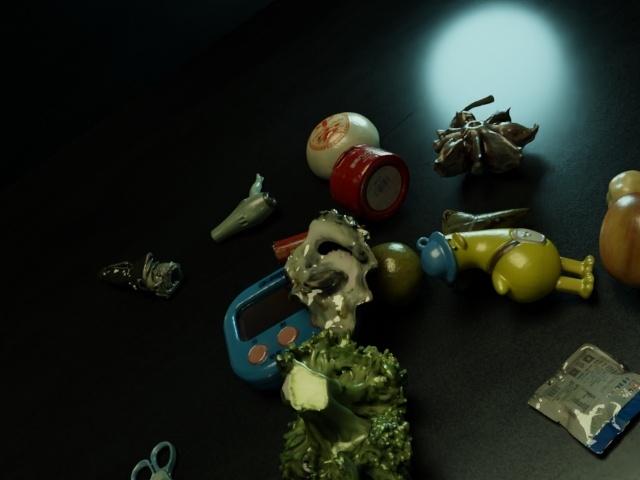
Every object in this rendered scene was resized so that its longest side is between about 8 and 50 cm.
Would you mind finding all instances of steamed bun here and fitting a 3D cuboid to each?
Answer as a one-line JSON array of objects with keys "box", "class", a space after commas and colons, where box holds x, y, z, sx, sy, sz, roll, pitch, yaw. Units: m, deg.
[{"box": [0.056, -0.295, 2.079, 0.231, 0.145, 0.232, -20, 40, 18], "class": "steamed bun"}]

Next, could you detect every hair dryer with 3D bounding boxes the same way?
[{"box": [-0.251, -0.094, 2.176, 0.229, 0.092, 0.267, -40, 24, 4], "class": "hair dryer"}]

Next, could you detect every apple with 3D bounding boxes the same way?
[{"box": [0.628, 0.003, 1.323, 0.199, 0.199, 0.199, -20, 40, 18], "class": "apple"}]

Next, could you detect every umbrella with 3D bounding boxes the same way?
[{"box": [-0.580, 0.108, 2.163, 0.357, 0.106, 0.113, 1, 54, 38], "class": "umbrella"}]

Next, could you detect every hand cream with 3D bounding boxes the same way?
[{"box": [0.132, -0.154, 1.839, 0.193, 0.193, 0.125, -47, 42, -15], "class": "hand cream"}]

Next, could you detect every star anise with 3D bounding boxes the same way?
[{"box": [0.422, -0.253, 1.798, 0.359, 0.139, 0.316, -31, 43, -21], "class": "star anise"}]

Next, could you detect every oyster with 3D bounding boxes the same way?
[{"box": [0.023, 0.059, 1.579, 0.238, 0.114, 0.351, -54, 30, 2], "class": "oyster"}]

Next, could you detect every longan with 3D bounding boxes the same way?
[{"box": [0.157, 0.081, 1.601, 0.176, 0.145, 0.154, -15, 10, -27], "class": "longan"}]

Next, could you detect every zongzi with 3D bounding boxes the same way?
[{"box": [0.375, 0.021, 1.563, 0.204, 0.094, 0.205, -7, 50, 21], "class": "zongzi"}]

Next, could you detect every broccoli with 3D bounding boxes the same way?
[{"box": [0.043, 0.342, 1.335, 0.277, 0.317, 0.339, -11, 86, 13], "class": "broccoli"}]

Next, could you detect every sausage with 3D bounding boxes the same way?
[{"box": [0.000, 0.000, 1.867, 0.263, 0.083, 0.083, -18, 41, 19], "class": "sausage"}]

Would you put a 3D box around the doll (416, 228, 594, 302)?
[{"box": [0.381, 0.042, 1.456, 0.362, 0.145, 0.199, 12, 41, 14], "class": "doll"}]

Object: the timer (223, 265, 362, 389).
[{"box": [-0.067, 0.194, 1.682, 0.340, 0.115, 0.309, -31, 39, 6], "class": "timer"}]

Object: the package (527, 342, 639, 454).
[{"box": [0.491, 0.279, 1.251, 0.171, 0.027, 0.173, -39, 38, -11], "class": "package"}]

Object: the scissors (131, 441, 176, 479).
[{"box": [-0.353, 0.567, 1.571, 0.125, 0.030, 0.256, -43, 36, -7], "class": "scissors"}]

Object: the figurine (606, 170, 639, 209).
[{"box": [0.700, -0.086, 1.437, 0.196, 0.108, 0.114, 9, 64, 20], "class": "figurine"}]
